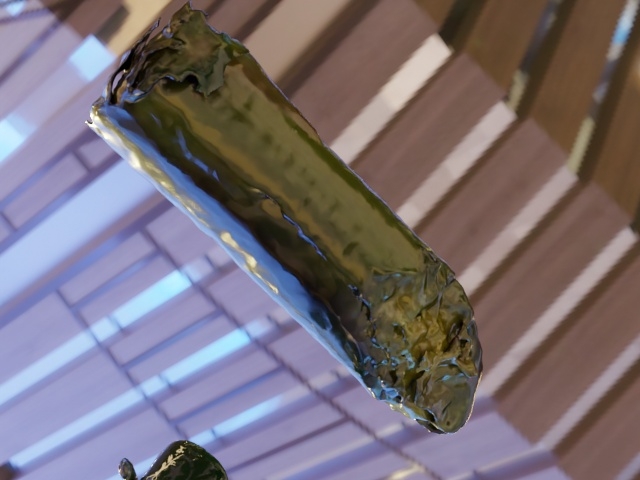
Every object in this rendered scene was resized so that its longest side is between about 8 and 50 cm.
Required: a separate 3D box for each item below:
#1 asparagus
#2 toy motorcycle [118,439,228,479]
[{"bbox_3d":[0.000,0.000,1.017,0.382,0.128,0.108,45,-136,-12],"label":"asparagus"},{"bbox_3d":[-0.058,0.227,0.995,0.274,0.124,0.187,1,-74,-43],"label":"toy motorcycle"}]
